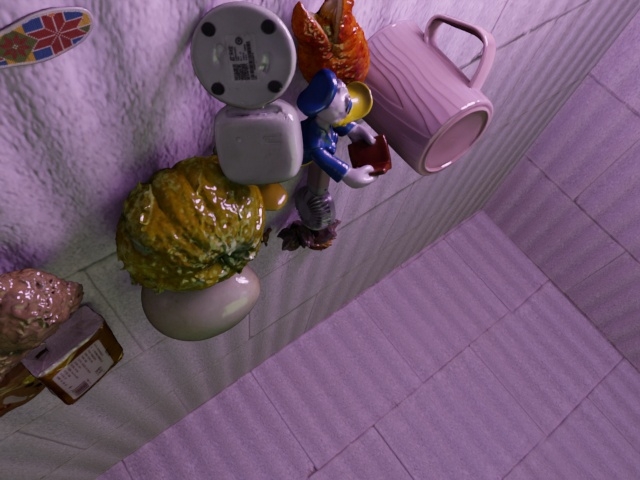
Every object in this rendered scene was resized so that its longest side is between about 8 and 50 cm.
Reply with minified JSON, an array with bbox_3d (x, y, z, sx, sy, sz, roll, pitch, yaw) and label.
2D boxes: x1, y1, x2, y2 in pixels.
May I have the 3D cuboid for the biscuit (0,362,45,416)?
[{"bbox_3d":[-0.730,0.358,1.224,0.295,0.044,0.186,-39,161,-2],"label":"biscuit"}]

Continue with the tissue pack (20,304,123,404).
[{"bbox_3d":[-0.569,0.273,1.184,0.183,0.092,0.226,-48,162,-29],"label":"tissue pack"}]

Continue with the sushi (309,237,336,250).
[{"bbox_3d":[0.002,0.004,1.786,0.118,0.061,0.060,-24,169,-37],"label":"sushi"}]

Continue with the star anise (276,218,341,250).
[{"bbox_3d":[-0.030,-0.028,1.495,0.197,0.073,0.212,-17,-164,-6],"label":"star anise"}]

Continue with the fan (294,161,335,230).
[{"bbox_3d":[-0.007,-0.131,1.349,0.074,0.130,0.244,-23,146,-27],"label":"fan"}]

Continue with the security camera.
[{"bbox_3d":[-0.109,-0.227,0.813,0.157,0.080,0.301,-1,128,4],"label":"security camera"}]

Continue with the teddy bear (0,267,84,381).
[{"bbox_3d":[-0.546,0.140,0.865,0.256,0.156,0.267,-45,161,13],"label":"teddy bear"}]

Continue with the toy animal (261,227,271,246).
[{"bbox_3d":[-0.203,-0.008,1.348,0.224,0.066,0.229,-50,160,-30],"label":"toy animal"}]

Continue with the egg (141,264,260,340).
[{"bbox_3d":[-0.276,0.124,1.188,0.296,0.218,0.218,-10,170,17],"label":"egg"}]

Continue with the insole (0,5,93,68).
[{"bbox_3d":[-0.353,-0.224,0.581,0.193,0.006,0.065,-32,161,-24],"label":"insole"}]

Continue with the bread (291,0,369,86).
[{"bbox_3d":[0.025,-0.342,0.903,0.139,0.095,0.269,-37,168,-1],"label":"bread"}]

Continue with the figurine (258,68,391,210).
[{"bbox_3d":[0.006,-0.186,0.966,0.338,0.284,0.204,107,2,-67],"label":"figurine"}]

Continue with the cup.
[{"bbox_3d":[0.225,-0.320,1.074,0.288,0.273,0.208,-41,156,11],"label":"cup"}]

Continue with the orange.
[{"bbox_3d":[-0.240,-0.021,0.970,0.301,0.223,0.300,-26,153,-35],"label":"orange"}]
